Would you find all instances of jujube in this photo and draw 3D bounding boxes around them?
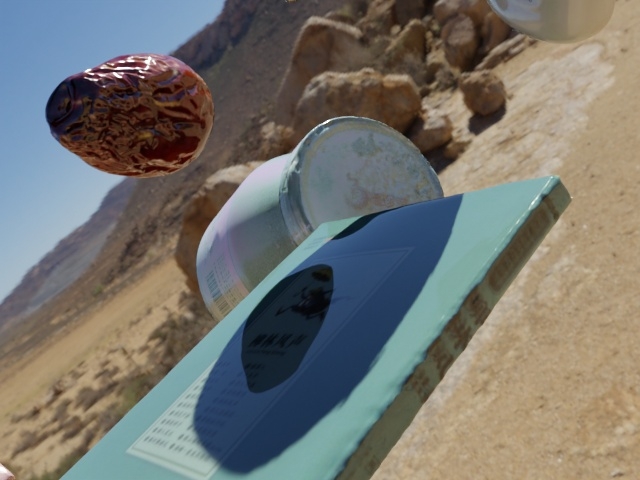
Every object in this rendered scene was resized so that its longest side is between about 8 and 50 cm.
[{"bbox_3d":[-0.233,-0.156,0.855,0.168,0.168,0.236,-33,-7,22],"label":"jujube"}]

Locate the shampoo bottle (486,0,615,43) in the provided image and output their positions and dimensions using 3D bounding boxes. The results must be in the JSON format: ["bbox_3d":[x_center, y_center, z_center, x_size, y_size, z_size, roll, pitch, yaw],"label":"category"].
[{"bbox_3d":[0.098,-0.205,0.317,0.051,0.221,0.108,-21,43,-2],"label":"shampoo bottle"}]

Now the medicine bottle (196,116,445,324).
[{"bbox_3d":[0.000,0.000,0.875,0.245,0.245,0.290,-44,3,-35],"label":"medicine bottle"}]

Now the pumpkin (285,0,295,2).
[{"bbox_3d":[-0.033,-0.271,0.600,0.110,0.217,0.217,-52,4,22],"label":"pumpkin"}]

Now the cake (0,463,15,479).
[{"bbox_3d":[-0.472,0.281,0.662,0.314,0.293,0.307,-46,-10,-40],"label":"cake"}]

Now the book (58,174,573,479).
[{"bbox_3d":[-0.033,0.090,0.443,0.379,0.031,0.264,-44,20,-30],"label":"book"}]
